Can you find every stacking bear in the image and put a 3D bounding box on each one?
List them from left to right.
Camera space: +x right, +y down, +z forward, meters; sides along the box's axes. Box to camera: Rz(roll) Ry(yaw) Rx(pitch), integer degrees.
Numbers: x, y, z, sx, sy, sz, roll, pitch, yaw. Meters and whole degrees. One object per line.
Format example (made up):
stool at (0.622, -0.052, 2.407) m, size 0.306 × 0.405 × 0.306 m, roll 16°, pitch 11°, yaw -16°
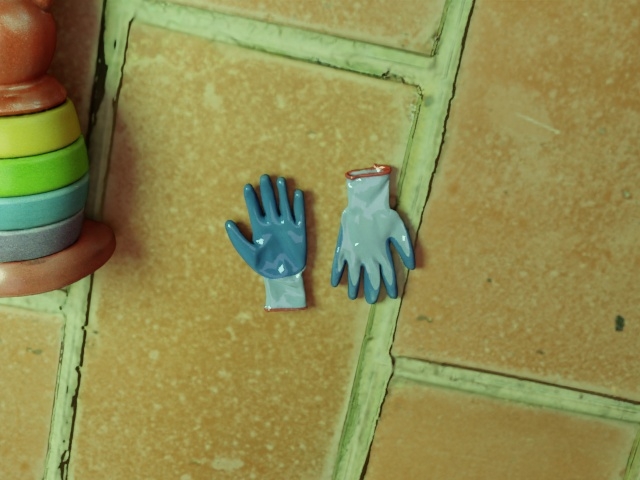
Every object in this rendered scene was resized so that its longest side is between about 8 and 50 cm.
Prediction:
stacking bear at (-0.303, -0.107, 1.140) m, size 0.175 × 0.164 × 0.289 m, roll 0°, pitch 111°, yaw 1°

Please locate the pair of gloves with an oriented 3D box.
pair of gloves at (0.000, 0.000, 1.252) m, size 0.198 × 0.023 × 0.159 m, roll -5°, pitch 109°, yaw 3°
